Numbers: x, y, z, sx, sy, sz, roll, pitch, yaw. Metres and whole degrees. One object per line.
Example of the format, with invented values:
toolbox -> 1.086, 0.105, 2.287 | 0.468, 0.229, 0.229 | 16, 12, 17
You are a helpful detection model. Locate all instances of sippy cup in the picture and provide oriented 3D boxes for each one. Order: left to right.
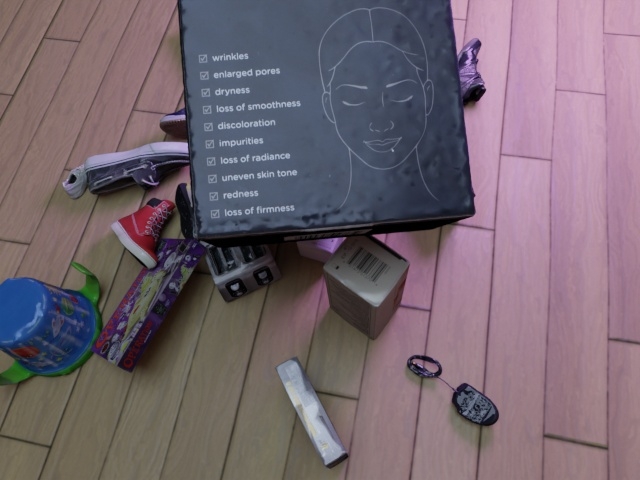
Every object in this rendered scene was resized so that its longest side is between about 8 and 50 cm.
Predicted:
sippy cup -> -0.698, 0.200, 1.327 | 0.240, 0.224, 0.305 | -1, 65, 4

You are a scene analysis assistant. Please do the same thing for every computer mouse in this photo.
computer mouse -> 0.313, 0.352, 1.282 | 0.242, 0.041, 0.071 | 36, 90, 24

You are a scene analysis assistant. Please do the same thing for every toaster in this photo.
toaster -> -0.211, 0.043, 1.419 | 0.168, 0.110, 0.185 | -23, 66, -7

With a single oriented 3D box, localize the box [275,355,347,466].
box -> -0.016, 0.389, 1.208 | 0.056, 0.183, 0.231 | -28, 67, -8

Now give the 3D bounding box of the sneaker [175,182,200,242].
sneaker -> -0.331, -0.083, 1.474 | 0.097, 0.084, 0.234 | 6, 40, -30

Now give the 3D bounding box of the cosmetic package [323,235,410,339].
cosmetic package -> 0.107, 0.110, 1.261 | 0.153, 0.296, 0.129 | 35, 73, 16

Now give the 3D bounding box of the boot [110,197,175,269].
boot -> -0.451, -0.032, 1.453 | 0.176, 0.088, 0.244 | -37, 43, -14

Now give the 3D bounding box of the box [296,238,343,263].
box -> 0.000, 0.000, 1.425 | 0.101, 0.102, 0.087 | 17, 70, 11

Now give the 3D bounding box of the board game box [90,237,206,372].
board game box -> -0.436, 0.149, 1.361 | 0.208, 0.056, 0.346 | -3, 54, 54

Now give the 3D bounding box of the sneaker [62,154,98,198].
sneaker -> -0.701, -0.197, 1.595 | 0.054, 0.061, 0.152 | 23, 68, 16

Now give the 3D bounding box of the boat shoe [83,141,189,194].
boat shoe -> -0.513, -0.201, 1.564 | 0.335, 0.121, 0.119 | -11, 80, 5

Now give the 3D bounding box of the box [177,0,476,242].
box -> 0.001, -0.242, 1.028 | 0.480, 0.297, 0.471 | -5, 87, -3

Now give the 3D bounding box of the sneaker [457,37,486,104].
sneaker -> 0.454, -0.500, 1.622 | 0.130, 0.087, 0.227 | 27, 74, 14

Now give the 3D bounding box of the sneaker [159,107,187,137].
sneaker -> -0.347, -0.406, 1.635 | 0.282, 0.099, 0.153 | -7, 70, -6
